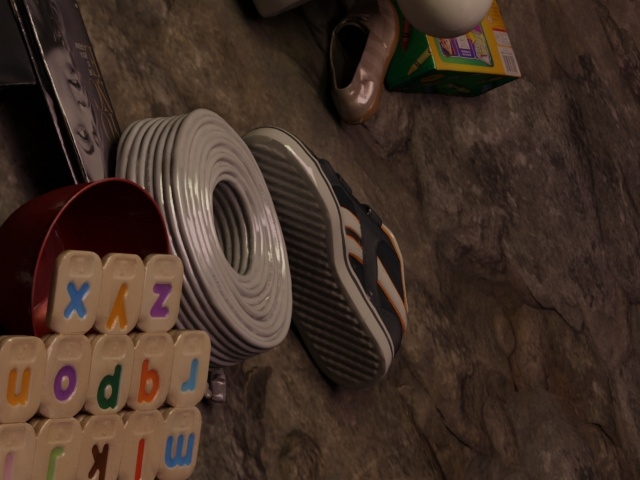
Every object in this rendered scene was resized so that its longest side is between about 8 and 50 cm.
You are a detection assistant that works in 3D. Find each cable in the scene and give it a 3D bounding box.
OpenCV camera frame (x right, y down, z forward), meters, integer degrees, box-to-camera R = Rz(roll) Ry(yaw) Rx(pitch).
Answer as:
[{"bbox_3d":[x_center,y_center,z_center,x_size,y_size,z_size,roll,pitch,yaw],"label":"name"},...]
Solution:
[{"bbox_3d":[-0.113,-0.002,1.682,0.257,0.089,0.257,-86,153,-44],"label":"cable"}]

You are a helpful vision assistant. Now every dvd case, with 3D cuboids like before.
[{"bbox_3d":[-0.229,-0.133,1.633,0.164,0.018,0.221,-10,81,-80],"label":"dvd case"}]

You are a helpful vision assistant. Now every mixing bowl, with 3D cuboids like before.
[{"bbox_3d":[-0.223,0.028,1.486,0.181,0.098,0.181,-24,119,-52],"label":"mixing bowl"}]

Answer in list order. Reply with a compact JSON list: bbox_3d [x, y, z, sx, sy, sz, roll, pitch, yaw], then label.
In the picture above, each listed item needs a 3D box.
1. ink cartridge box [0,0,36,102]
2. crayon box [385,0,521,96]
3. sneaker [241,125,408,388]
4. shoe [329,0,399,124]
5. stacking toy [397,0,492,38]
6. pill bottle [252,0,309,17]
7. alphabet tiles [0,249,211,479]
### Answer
[{"bbox_3d":[-0.371,-0.280,1.515,0.165,0.065,0.333,-12,81,-59],"label":"ink cartridge box"},{"bbox_3d":[0.165,-0.293,2.373,0.278,0.081,0.165,-4,74,-59],"label":"crayon box"},{"bbox_3d":[0.000,0.000,1.874,0.321,0.126,0.127,66,32,-25],"label":"sneaker"},{"bbox_3d":[0.052,-0.244,2.161,0.058,0.076,0.219,49,37,-39],"label":"shoe"},{"bbox_3d":[0.141,-0.425,2.098,0.350,0.350,0.480,45,29,-34],"label":"stacking toy"},{"bbox_3d":[-0.058,-0.414,2.019,0.272,0.152,0.152,65,30,-5],"label":"pill bottle"},{"bbox_3d":[-0.190,0.147,1.463,0.284,0.021,0.278,2,95,-58],"label":"alphabet tiles"}]
